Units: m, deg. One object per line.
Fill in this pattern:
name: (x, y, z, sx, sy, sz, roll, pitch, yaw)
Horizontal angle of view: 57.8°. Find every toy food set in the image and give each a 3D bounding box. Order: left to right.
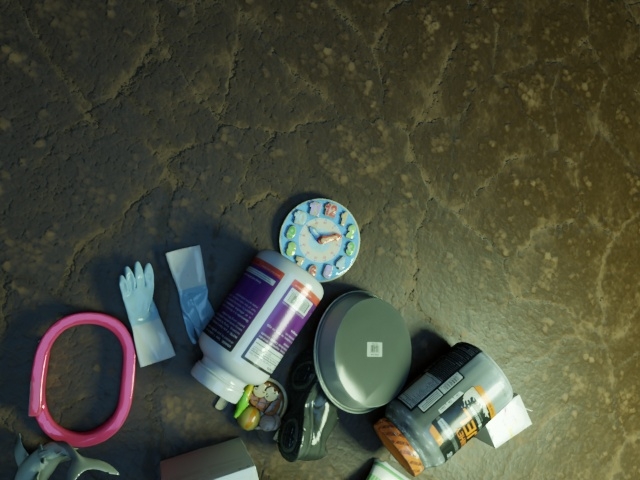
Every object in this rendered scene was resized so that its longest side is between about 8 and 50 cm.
toy food set: (-0.138, 0.391, 1.372, 0.192, 0.038, 0.133, 33, 80, -14)

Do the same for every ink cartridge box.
ink cartridge box: (0.474, 0.461, 1.530, 0.143, 0.092, 0.090, -27, 96, -17)

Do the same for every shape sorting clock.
shape sorting clock: (0.000, 0.000, 1.423, 0.206, 0.040, 0.206, 1, 88, -17)

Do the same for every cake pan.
cake pan: (0.113, 0.265, 1.390, 0.293, 0.054, 0.294, 7, 79, -38)

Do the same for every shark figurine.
shark figurine: (-0.537, 0.458, 1.204, 0.116, 0.278, 0.166, 20, 46, -52)

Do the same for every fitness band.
fitness band: (-0.511, 0.298, 1.257, 0.208, 0.054, 0.291, 6, 88, -19)

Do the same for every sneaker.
sneaker: (-0.011, 0.383, 1.388, 0.130, 0.109, 0.287, 26, 74, -38)

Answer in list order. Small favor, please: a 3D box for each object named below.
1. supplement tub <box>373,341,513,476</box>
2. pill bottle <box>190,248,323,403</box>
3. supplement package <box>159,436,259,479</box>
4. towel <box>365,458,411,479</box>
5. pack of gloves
supplement tub: (0.297, 0.413, 1.424, 0.316, 0.193, 0.194, -37, 99, -14)
pill bottle: (-0.146, 0.192, 1.301, 0.181, 0.181, 0.323, 37, 79, -13)
supplement package: (-0.235, 0.551, 1.253, 0.194, 0.203, 0.150, -12, 92, -17)
towel: (0.158, 0.735, 1.405, 0.247, 0.038, 0.325, 39, 59, -13)
pack of gloves: (-0.346, 0.144, 1.324, 0.195, 0.046, 0.232, -15, 95, -29)
